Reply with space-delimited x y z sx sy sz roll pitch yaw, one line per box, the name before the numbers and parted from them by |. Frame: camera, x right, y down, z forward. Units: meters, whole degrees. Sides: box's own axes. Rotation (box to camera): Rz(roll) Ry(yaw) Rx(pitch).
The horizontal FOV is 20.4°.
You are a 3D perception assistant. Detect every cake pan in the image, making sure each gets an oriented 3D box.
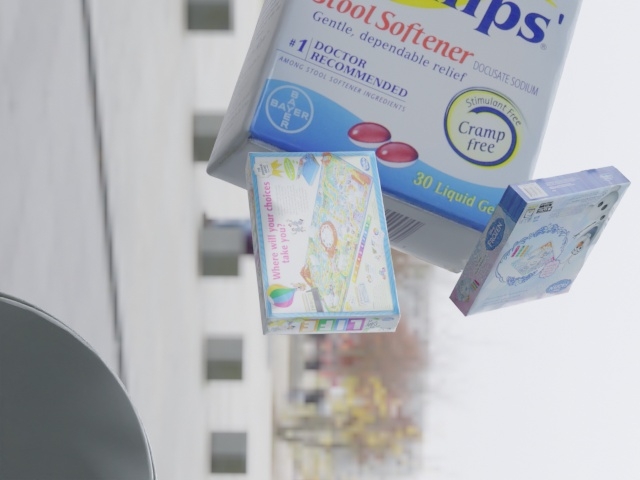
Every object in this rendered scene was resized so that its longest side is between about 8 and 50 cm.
cake pan | -0.235 0.161 1.136 0.054 0.293 0.293 146 -51 -61

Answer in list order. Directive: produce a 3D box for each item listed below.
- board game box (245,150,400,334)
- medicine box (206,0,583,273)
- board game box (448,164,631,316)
board game box | 0.000 0.000 1.377 0.026 0.103 0.154 105 -18 -56
medicine box | 0.072 -0.156 1.627 0.149 0.263 0.289 143 -34 -69
board game box | 0.129 0.000 1.041 0.020 0.090 0.090 49 -48 32
